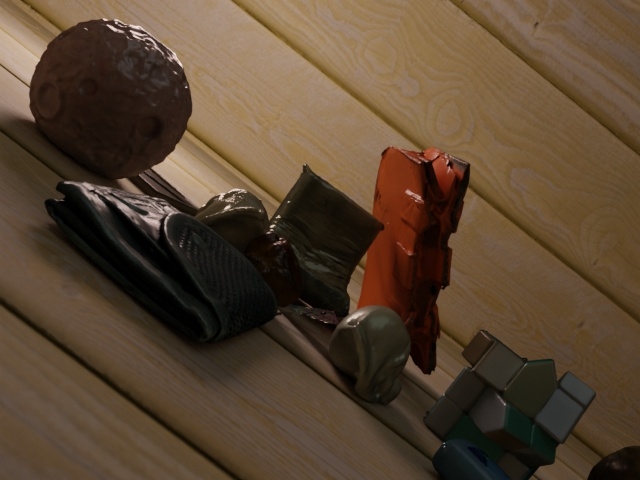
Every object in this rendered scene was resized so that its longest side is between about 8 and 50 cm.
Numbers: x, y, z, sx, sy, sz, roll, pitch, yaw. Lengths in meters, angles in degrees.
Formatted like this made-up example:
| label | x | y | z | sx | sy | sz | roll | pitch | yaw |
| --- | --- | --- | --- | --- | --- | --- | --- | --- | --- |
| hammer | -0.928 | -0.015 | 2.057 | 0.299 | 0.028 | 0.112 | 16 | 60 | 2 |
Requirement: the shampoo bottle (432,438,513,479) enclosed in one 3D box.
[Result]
| label | x | y | z | sx | sy | sz | roll | pitch | yaw |
| --- | --- | --- | --- | --- | --- | --- | --- | --- | --- |
| shampoo bottle | 0.249 | 0.351 | 0.962 | 0.103 | 0.061 | 0.258 | 32 | 8 | -46 |

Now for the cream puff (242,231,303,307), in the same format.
| label | x | y | z | sx | sy | sz | roll | pitch | yaw |
| --- | --- | --- | --- | --- | --- | --- | --- | --- | --- |
| cream puff | -0.082 | 0.051 | 1.191 | 0.122 | 0.094 | 0.116 | -84 | 153 | -68 |

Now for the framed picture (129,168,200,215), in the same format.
| label | x | y | z | sx | sy | sz | roll | pitch | yaw |
| --- | --- | --- | --- | --- | --- | --- | --- | --- | --- |
| framed picture | -0.352 | -0.141 | 1.496 | 0.265 | 0.018 | 0.192 | 39 | 4 | 21 |

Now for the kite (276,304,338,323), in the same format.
| label | x | y | z | sx | sy | sz | roll | pitch | yaw |
| --- | --- | --- | --- | --- | --- | --- | --- | --- | --- |
| kite | -0.025 | 0.115 | 1.249 | 0.139 | 0.011 | 0.156 | 13 | 6 | 40 |

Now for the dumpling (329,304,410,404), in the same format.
| label | x | y | z | sx | sy | sz | roll | pitch | yaw |
| --- | --- | --- | --- | --- | --- | --- | --- | --- | --- |
| dumpling | 0.079 | 0.176 | 1.184 | 0.229 | 0.124 | 0.152 | 2 | 72 | -75 |

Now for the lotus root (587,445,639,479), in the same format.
| label | x | y | z | sx | sy | sz | roll | pitch | yaw |
| --- | --- | --- | --- | --- | --- | --- | --- | --- | --- |
| lotus root | 0.582 | 0.482 | 1.200 | 0.250 | 0.250 | 0.346 | 37 | 5 | -18 |

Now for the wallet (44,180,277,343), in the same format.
| label | x | y | z | sx | sy | sz | roll | pitch | yaw |
| --- | --- | --- | --- | --- | --- | --- | --- | --- | --- |
| wallet | -0.166 | 0.022 | 0.963 | 0.237 | 0.075 | 0.342 | 42 | 4 | 8 |

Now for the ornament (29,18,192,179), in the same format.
| label | x | y | z | sx | sy | sz | roll | pitch | yaw |
| --- | --- | --- | --- | --- | --- | --- | --- | --- | --- |
| ornament | -0.329 | -0.232 | 1.261 | 0.259 | 0.225 | 0.259 | 38 | 5 | -4 |

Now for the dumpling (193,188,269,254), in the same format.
| label | x | y | z | sx | sy | sz | roll | pitch | yaw |
| --- | --- | --- | --- | --- | --- | --- | --- | --- | --- |
| dumpling | -0.160 | -0.023 | 1.255 | 0.181 | 0.154 | 0.111 | 101 | -20 | -55 |

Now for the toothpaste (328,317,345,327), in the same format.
| label | x | y | z | sx | sy | sz | roll | pitch | yaw |
| --- | --- | --- | --- | --- | --- | --- | --- | --- | --- |
| toothpaste | 0.046 | 0.161 | 1.522 | 0.048 | 0.031 | 0.190 | 26 | 3 | 22 |

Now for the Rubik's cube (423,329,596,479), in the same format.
| label | x | y | z | sx | sy | sz | roll | pitch | yaw |
| --- | --- | --- | --- | --- | --- | --- | --- | --- | --- |
| Rubik's cube | 0.309 | 0.271 | 1.291 | 0.224 | 0.213 | 0.265 | 41 | 8 | 23 |

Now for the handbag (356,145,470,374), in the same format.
| label | x | y | z | sx | sy | sz | roll | pitch | yaw |
| --- | --- | --- | --- | --- | --- | --- | --- | --- | --- |
| handbag | 0.177 | 0.025 | 1.543 | 0.116 | 0.411 | 0.303 | 6 | 13 | -12 |

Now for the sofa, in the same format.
| label | x | y | z | sx | sy | sz | roll | pitch | yaw |
| --- | --- | --- | --- | --- | --- | --- | --- | --- | --- |
| sofa | 0.000 | 0.000 | 1.451 | 0.210 | 0.225 | 0.176 | 38 | -12 | -10 |
